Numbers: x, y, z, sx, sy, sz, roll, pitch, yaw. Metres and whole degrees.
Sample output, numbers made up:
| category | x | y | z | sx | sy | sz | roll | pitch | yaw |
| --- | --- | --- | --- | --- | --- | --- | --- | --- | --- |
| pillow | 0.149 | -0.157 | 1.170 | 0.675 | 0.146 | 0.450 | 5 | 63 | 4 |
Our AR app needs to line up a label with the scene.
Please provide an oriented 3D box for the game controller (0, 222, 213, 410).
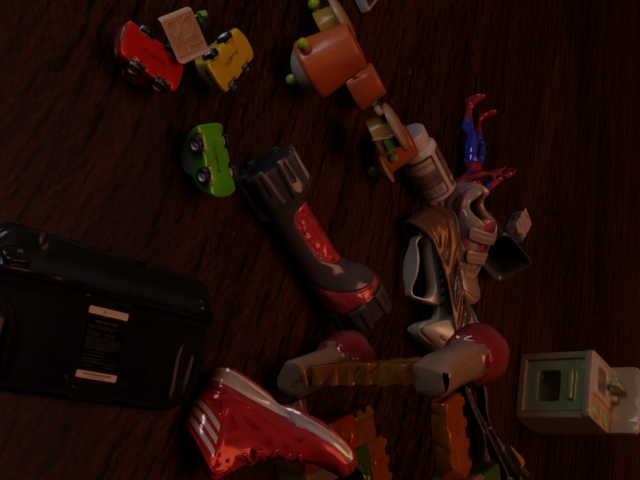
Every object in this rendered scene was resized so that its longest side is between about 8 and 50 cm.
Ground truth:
| category | x | y | z | sx | sy | sz | roll | pitch | yaw |
| --- | --- | --- | --- | --- | --- | --- | --- | --- | --- |
| game controller | -0.245 | 0.094 | 0.904 | 0.319 | 0.067 | 0.166 | 23 | 79 | -49 |

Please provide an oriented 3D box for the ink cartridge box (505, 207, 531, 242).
| category | x | y | z | sx | sy | sz | roll | pitch | yaw |
| --- | --- | --- | --- | --- | --- | --- | --- | --- | --- |
| ink cartridge box | 0.457 | -0.035 | 1.893 | 0.083 | 0.028 | 0.048 | -47 | 120 | -47 |

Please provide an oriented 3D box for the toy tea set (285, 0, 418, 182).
| category | x | y | z | sx | sy | sz | roll | pitch | yaw |
| --- | --- | --- | --- | --- | --- | --- | --- | --- | --- |
| toy tea set | 0.046 | -0.221 | 1.339 | 0.336 | 0.124 | 0.200 | 58 | 12 | -23 |

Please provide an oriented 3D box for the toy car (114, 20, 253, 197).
| category | x | y | z | sx | sy | sz | roll | pitch | yaw |
| --- | --- | --- | --- | --- | --- | --- | --- | --- | --- |
| toy car | -0.164 | -0.163 | 1.060 | 0.239 | 0.053 | 0.225 | -17 | 97 | -53 |

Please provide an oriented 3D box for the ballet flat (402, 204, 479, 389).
| category | x | y | z | sx | sy | sz | roll | pitch | yaw |
| --- | --- | --- | --- | --- | --- | --- | --- | --- | --- |
| ballet flat | 0.208 | 0.107 | 1.475 | 0.124 | 0.116 | 0.342 | -8 | 89 | -34 |

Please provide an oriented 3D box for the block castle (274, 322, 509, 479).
| category | x | y | z | sx | sy | sz | roll | pitch | yaw |
| --- | --- | --- | --- | --- | --- | --- | --- | --- | --- |
| block castle | 0.127 | 0.351 | 1.137 | 0.213 | 0.303 | 0.453 | -10 | 92 | -55 |

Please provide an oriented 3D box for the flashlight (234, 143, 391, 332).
| category | x | y | z | sx | sy | sz | roll | pitch | yaw |
| --- | --- | --- | --- | --- | --- | --- | --- | --- | --- |
| flashlight | 0.000 | 0.000 | 1.205 | 0.304 | 0.103 | 0.103 | 61 | 42 | -27 |

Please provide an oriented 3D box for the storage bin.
| category | x | y | z | sx | sy | sz | roll | pitch | yaw |
| --- | --- | --- | --- | --- | --- | --- | --- | --- | --- |
| storage bin | 0.361 | 0.009 | 1.713 | 0.135 | 0.098 | 0.091 | 40 | 25 | -41 |

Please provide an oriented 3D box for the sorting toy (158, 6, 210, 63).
| category | x | y | z | sx | sy | sz | roll | pitch | yaw |
| --- | --- | --- | --- | --- | --- | --- | --- | --- | --- |
| sorting toy | -0.162 | -0.259 | 1.023 | 0.083 | 0.012 | 0.062 | -41 | 111 | -45 |

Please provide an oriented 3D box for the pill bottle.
| category | x | y | z | sx | sy | sz | roll | pitch | yaw |
| --- | --- | --- | --- | --- | --- | --- | --- | --- | --- |
| pill bottle | 0.188 | -0.142 | 1.509 | 0.137 | 0.078 | 0.078 | 58 | 42 | -29 |

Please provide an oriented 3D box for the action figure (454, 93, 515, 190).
| category | x | y | z | sx | sy | sz | roll | pitch | yaw |
| --- | --- | --- | --- | --- | --- | --- | --- | --- | --- |
| action figure | 0.349 | -0.177 | 1.693 | 0.091 | 0.139 | 0.280 | 39 | 56 | -41 |

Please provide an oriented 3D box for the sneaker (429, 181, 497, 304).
| category | x | y | z | sx | sy | sz | roll | pitch | yaw |
| --- | --- | --- | --- | --- | --- | --- | --- | --- | --- |
| sneaker | 0.283 | -0.001 | 1.580 | 0.103 | 0.111 | 0.252 | -8 | 90 | -54 |

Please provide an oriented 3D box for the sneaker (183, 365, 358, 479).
| category | x | y | z | sx | sy | sz | roll | pitch | yaw |
| --- | --- | --- | --- | --- | --- | --- | --- | --- | --- |
| sneaker | -0.072 | 0.265 | 1.023 | 0.221 | 0.087 | 0.128 | 30 | 61 | 5 |

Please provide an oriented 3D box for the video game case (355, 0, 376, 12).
| category | x | y | z | sx | sy | sz | roll | pitch | yaw |
| --- | --- | --- | --- | --- | --- | --- | --- | --- | --- |
| video game case | 0.077 | -0.532 | 1.488 | 0.173 | 0.022 | 0.190 | 59 | 41 | -27 |

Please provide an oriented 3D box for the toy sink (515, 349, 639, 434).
| category | x | y | z | sx | sy | sz | roll | pitch | yaw |
| --- | --- | --- | --- | --- | --- | --- | --- | --- | --- |
| toy sink | 0.559 | 0.330 | 1.783 | 0.131 | 0.234 | 0.152 | 39 | 54 | -43 |

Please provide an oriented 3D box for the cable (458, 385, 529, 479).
| category | x | y | z | sx | sy | sz | roll | pitch | yaw |
| --- | --- | --- | --- | --- | --- | --- | --- | --- | --- |
| cable | 0.319 | 0.395 | 1.620 | 0.139 | 0.072 | 0.287 | -37 | 101 | -34 |
